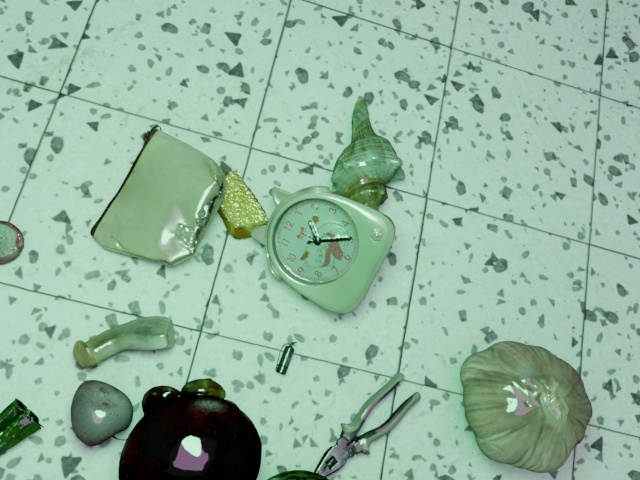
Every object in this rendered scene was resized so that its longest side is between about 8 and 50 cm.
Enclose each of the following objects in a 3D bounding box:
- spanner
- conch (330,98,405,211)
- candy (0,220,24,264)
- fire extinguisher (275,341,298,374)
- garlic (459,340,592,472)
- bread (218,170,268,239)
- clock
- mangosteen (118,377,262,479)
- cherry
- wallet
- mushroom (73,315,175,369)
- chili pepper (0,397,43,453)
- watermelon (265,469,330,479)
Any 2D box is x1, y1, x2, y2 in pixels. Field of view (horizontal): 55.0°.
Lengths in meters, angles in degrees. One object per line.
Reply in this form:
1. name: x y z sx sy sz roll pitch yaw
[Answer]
1. spanner: 0.107 0.451 1.467 0.324 0.040 0.096 -38 84 -21
2. conch: 0.136 -0.202 1.603 0.203 0.169 0.386 24 71 -36
3. candy: -0.737 0.005 1.411 0.103 0.043 0.103 3 73 -11
4. fire extinguisher: -0.084 0.280 1.484 0.038 0.025 0.083 16 70 17
5. garlic: 0.481 0.388 1.453 0.317 0.259 0.318 5 73 -16
6. bread: -0.209 -0.085 1.545 0.103 0.065 0.187 -28 83 -24
7. clock: 0.000 0.000 1.492 0.324 0.108 0.265 30 100 5
8. mangosteen: -0.275 0.435 1.262 0.296 0.297 0.313 -29 74 -18
9. cherry: -0.453 0.360 1.345 0.188 0.115 0.148 -27 54 -32
10. wallet: -0.380 -0.100 1.483 0.274 0.068 0.335 24 78 14
11. mushroom: -0.444 0.229 1.392 0.223 0.081 0.092 -11 57 -12
12. chili pepper: -0.701 0.441 1.286 0.227 0.059 0.088 -43 91 -18
13. watermelon: -0.044 0.622 1.253 0.285 0.285 0.285 3 73 -11
